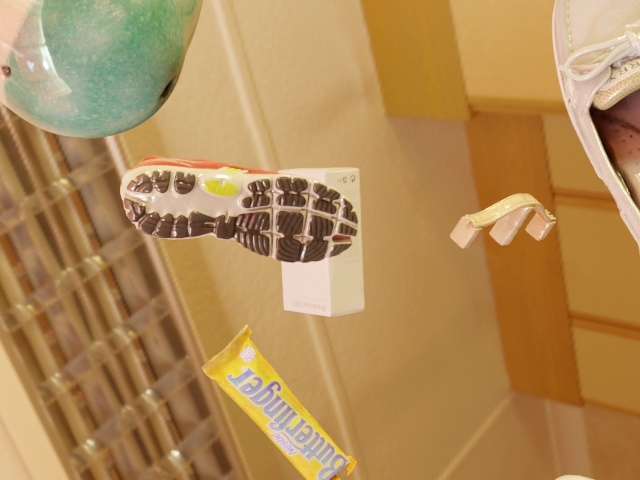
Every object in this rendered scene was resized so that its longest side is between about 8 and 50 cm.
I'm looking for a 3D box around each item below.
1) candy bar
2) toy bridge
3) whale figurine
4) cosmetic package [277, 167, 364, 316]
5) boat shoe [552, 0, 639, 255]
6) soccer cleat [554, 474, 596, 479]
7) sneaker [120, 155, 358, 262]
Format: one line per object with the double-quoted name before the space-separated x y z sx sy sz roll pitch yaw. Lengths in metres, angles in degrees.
"candy bar" -0.024 0.120 0.662 0.040 0.018 0.161 -47 -55 -17
"toy bridge" 0.227 -0.025 1.157 0.188 0.026 0.063 -4 -47 -48
"whale figurine" -0.149 -0.187 0.804 0.272 0.141 0.216 -47 -9 -43
"cosmetic package" 0.000 0.000 1.555 0.085 0.117 0.231 -7 -83 -43
"boat shoe" 0.251 -0.077 0.714 0.103 0.118 0.320 38 -142 -66
"soccer cleat" 0.226 0.273 0.550 0.143 0.116 0.331 -21 -89 -11
"sneaker" -0.090 -0.054 1.136 0.279 0.118 0.107 12 -68 -12
